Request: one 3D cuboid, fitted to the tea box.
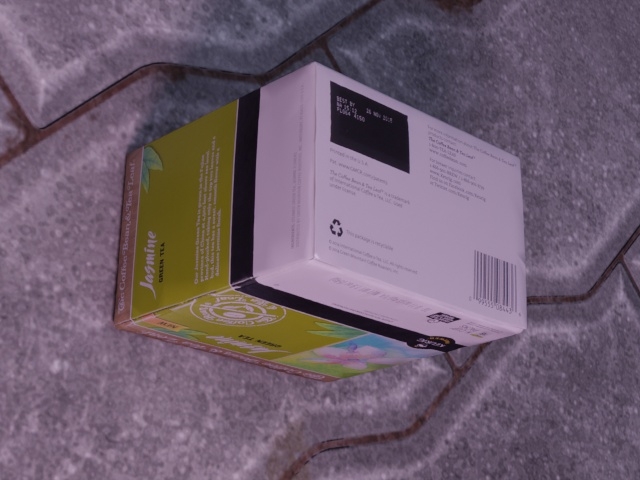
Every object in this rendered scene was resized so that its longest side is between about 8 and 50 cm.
[{"bbox_3d":[0.000,0.000,1.436,0.329,0.323,0.220,19,63,-39],"label":"tea box"}]
